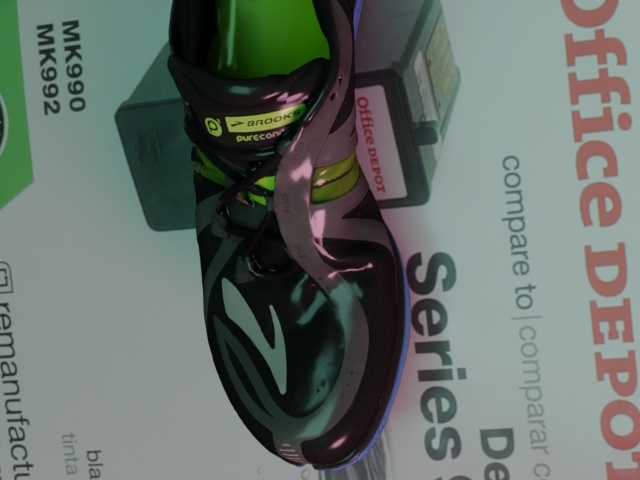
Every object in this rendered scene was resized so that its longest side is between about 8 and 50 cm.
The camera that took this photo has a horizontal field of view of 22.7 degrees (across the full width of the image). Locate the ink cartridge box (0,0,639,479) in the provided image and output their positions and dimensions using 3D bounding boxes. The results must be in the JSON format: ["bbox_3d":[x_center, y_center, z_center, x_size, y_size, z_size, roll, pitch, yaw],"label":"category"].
[{"bbox_3d":[0.000,0.000,0.566,0.289,0.121,0.211,-6,93,20],"label":"ink cartridge box"}]

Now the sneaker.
[{"bbox_3d":[-0.017,-0.025,0.462,0.067,0.078,0.188,-3,94,20],"label":"sneaker"}]
